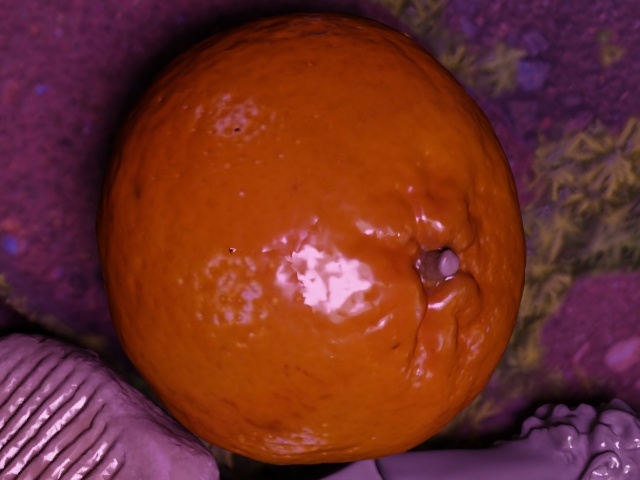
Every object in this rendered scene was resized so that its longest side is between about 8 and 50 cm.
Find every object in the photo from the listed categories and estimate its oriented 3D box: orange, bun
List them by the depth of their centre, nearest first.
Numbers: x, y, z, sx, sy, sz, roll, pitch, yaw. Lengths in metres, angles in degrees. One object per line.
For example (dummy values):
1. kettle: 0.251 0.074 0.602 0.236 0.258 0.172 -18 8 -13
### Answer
1. orange: 0.000 0.000 0.948 0.219 0.193 0.219 -32 130 -48
2. bun: -0.152 0.161 0.965 0.231 0.231 0.133 -27 133 -6

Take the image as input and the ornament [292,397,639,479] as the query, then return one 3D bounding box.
1. ornament: 0.077 0.149 1.070 0.285 0.120 0.130 2 81 -19
